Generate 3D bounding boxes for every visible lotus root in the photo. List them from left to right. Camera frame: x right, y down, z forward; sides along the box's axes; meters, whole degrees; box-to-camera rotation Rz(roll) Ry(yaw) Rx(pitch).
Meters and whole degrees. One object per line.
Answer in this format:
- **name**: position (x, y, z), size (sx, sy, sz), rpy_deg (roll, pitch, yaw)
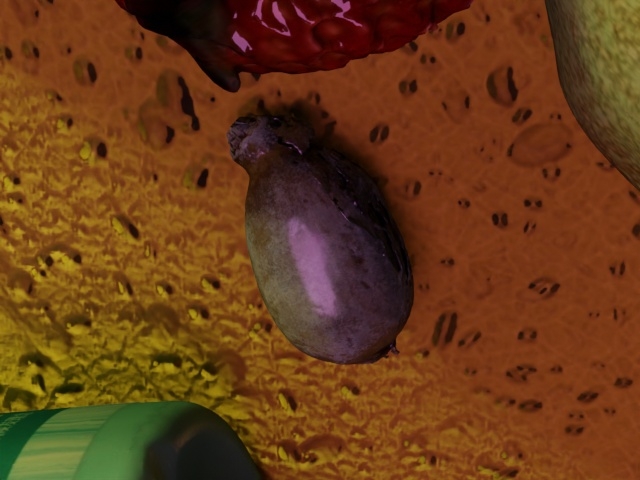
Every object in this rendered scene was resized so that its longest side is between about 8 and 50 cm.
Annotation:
- **lotus root**: position (0.001, 0.000, 0.934), size (0.088, 0.088, 0.165), rpy_deg (-17, 107, 22)

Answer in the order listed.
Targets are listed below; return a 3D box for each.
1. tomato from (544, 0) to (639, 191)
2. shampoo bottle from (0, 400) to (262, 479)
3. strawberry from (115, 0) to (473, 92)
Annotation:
- **tomato**: position (0.244, -0.105, 0.680), size (0.303, 0.239, 0.303), rpy_deg (0, 134, 0)
- **shampoo bottle**: position (-0.216, 0.272, 1.004), size (0.342, 0.331, 0.331), rpy_deg (-6, 120, 15)
- **strawberry**: position (0.008, -0.207, 0.701), size (0.257, 0.261, 0.261), rpy_deg (-12, 119, 24)
